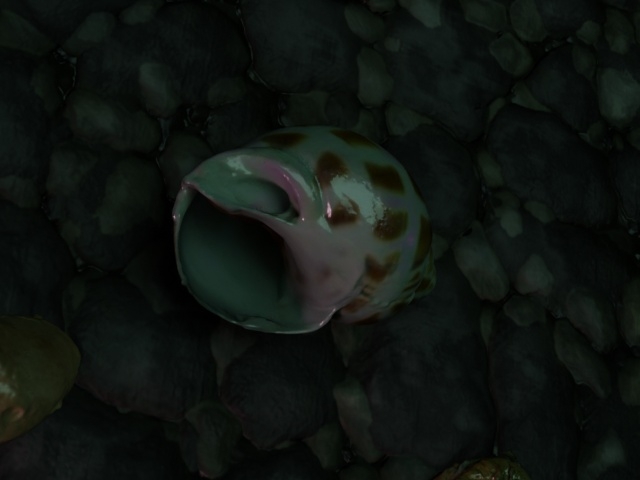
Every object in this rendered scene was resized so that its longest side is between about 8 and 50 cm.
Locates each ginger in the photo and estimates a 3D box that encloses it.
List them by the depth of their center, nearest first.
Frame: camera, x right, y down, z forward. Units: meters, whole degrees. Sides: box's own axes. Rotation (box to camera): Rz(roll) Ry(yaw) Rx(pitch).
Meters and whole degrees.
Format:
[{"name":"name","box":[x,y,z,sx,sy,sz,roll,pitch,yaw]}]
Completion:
[{"name":"ginger","box":[-0.353,0.129,1.195,0.267,0.152,0.138,6,102,-36]}]

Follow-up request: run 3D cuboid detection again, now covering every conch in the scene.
[{"name":"conch","box":[-0.001,0.000,1.424,0.368,0.197,0.249,33,93,-19]}]

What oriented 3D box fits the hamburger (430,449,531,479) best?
[{"name":"hamburger","box":[0.185,0.352,1.494,0.183,0.130,0.206,-38,116,-33]}]

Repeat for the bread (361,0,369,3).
[{"name":"bread","box":[0.026,-0.351,1.626,0.113,0.060,0.082,14,69,-31]}]
